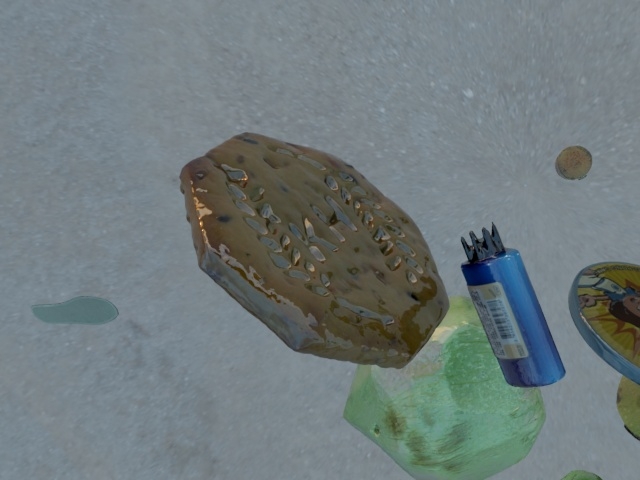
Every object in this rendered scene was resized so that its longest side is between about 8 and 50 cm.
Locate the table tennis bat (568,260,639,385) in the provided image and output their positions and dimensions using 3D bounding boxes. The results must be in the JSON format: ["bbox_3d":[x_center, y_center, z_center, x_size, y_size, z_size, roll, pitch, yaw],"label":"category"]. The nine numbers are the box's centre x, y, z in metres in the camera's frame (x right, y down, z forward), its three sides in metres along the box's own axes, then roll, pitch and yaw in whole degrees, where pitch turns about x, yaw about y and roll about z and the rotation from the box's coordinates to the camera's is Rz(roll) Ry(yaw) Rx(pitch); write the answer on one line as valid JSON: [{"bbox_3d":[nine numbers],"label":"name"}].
[{"bbox_3d":[0.437,0.134,1.118,0.329,0.215,0.044,46,136,34],"label":"table tennis bat"}]

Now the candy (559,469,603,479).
[{"bbox_3d":[0.393,0.407,1.073,0.344,0.142,0.132,38,79,22],"label":"candy"}]

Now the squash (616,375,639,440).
[{"bbox_3d":[0.575,0.255,1.596,0.184,0.085,0.191,2,67,44],"label":"squash"}]

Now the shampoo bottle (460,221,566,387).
[{"bbox_3d":[0.205,0.071,1.043,0.050,0.087,0.183,-24,95,-27],"label":"shampoo bottle"}]

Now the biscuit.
[{"bbox_3d":[0.000,0.000,1.091,0.359,0.359,0.046,40,123,7],"label":"biscuit"}]

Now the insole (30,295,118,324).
[{"bbox_3d":[-0.308,0.089,1.180,0.153,0.002,0.053,-5,133,33],"label":"insole"}]

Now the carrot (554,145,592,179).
[{"bbox_3d":[0.350,-0.105,1.317,0.048,0.139,0.048,0,91,11],"label":"carrot"}]

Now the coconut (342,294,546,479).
[{"bbox_3d":[0.192,0.250,1.550,0.329,0.281,0.328,2,110,5],"label":"coconut"}]
